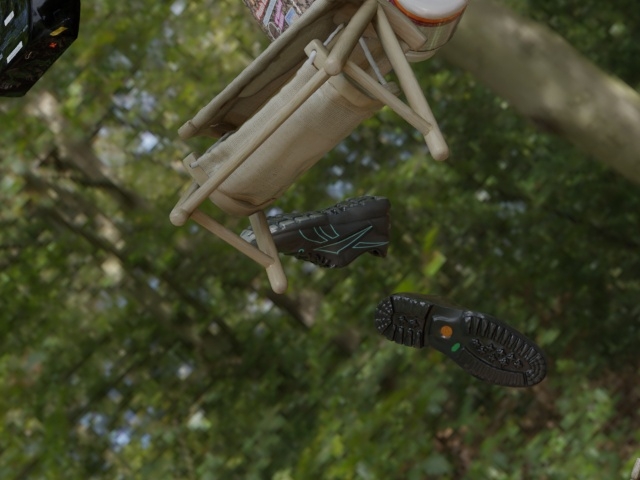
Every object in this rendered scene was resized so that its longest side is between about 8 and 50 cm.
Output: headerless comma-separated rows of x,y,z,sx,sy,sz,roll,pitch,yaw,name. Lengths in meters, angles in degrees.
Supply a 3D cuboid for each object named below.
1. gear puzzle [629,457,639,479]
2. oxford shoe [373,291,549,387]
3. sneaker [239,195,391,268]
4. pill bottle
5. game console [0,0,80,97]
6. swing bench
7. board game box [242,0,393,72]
0.435,0.299,1.739,0.175,0.044,0.339,14,-83,-60,gear puzzle
0.188,0.116,1.762,0.083,0.227,0.096,-68,-11,15,oxford shoe
0.000,0.000,2.188,0.267,0.106,0.101,-12,12,-24,sneaker
0.147,-0.340,1.985,0.121,0.121,0.221,-45,-5,-11,pill bottle
-0.333,-0.210,1.309,0.044,0.213,0.361,3,-23,-38,game console
-0.019,-0.128,1.477,0.253,0.165,0.255,-41,29,24,swing bench
0.024,-0.399,2.193,0.232,0.291,0.141,-30,-13,-22,board game box
